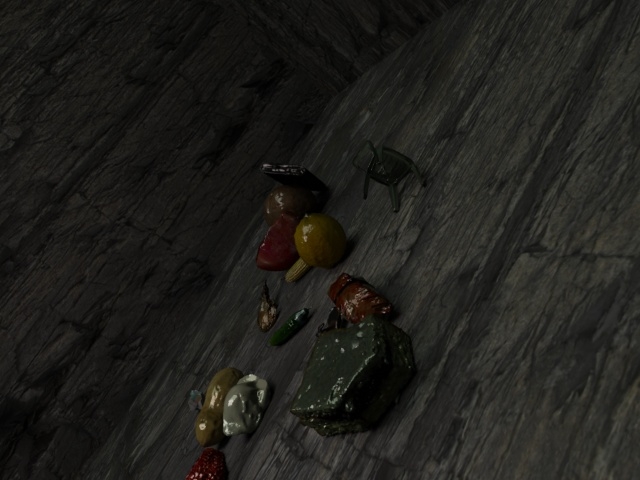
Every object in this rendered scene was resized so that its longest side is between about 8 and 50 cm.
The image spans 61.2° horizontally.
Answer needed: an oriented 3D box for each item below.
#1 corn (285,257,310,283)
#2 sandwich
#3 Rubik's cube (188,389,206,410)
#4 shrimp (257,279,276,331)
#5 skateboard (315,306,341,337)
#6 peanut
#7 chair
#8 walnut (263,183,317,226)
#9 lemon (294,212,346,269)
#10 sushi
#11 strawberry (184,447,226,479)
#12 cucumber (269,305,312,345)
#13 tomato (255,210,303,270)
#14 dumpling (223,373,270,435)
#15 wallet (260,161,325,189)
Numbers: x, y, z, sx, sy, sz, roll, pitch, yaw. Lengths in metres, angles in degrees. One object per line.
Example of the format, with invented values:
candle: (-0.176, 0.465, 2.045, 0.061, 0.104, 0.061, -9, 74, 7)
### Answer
corn: (-0.084, 0.112, 2.279, 0.165, 0.063, 0.085, -45, 28, 30)
sandwich: (0.081, 0.324, 1.327, 0.325, 0.131, 0.262, -31, 26, 49)
Rubik's cube: (-0.524, 0.683, 2.304, 0.073, 0.075, 0.084, 125, 159, -63)
shrimp: (-0.213, 0.274, 2.313, 0.117, 0.066, 0.262, -24, 45, 31)
skateboard: (0.032, 0.265, 1.655, 0.067, 0.080, 0.151, -32, 29, 36)
peanut: (-0.363, 0.591, 1.960, 0.147, 0.147, 0.319, -40, 19, 38)
chair: (0.226, -0.240, 1.934, 0.191, 0.203, 0.275, -56, 18, 32)
walnut: (-0.152, -0.162, 2.662, 0.273, 0.273, 0.227, -174, 77, -70)
lemon: (0.000, 0.000, 2.032, 0.192, 0.231, 0.192, -22, 8, 3)
sushi: (0.110, 0.174, 1.574, 0.124, 0.130, 0.332, -58, 12, 3)
strawberry: (-0.388, 0.775, 1.722, 0.188, 0.106, 0.286, -47, 18, 16)
cucumber: (-0.110, 0.316, 1.970, 0.250, 0.056, 0.056, -48, 18, 27)
tomato: (-0.147, 0.031, 2.434, 0.309, 0.170, 0.309, -52, -20, -28)
dumpling: (-0.241, 0.546, 1.800, 0.151, 0.124, 0.229, -4, 46, 19)
wallet: (-0.126, -0.311, 2.684, 0.406, 0.228, 0.062, 23, -104, -75)
